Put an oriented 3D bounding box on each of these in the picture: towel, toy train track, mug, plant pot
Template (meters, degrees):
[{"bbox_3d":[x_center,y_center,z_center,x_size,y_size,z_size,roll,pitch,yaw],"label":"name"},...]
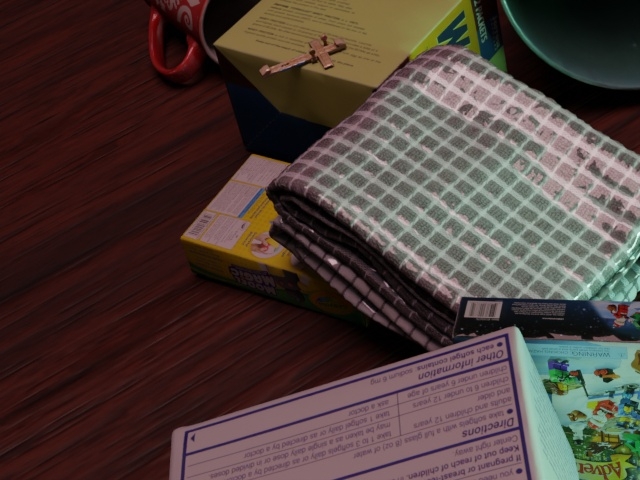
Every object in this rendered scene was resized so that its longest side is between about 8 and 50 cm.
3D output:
[{"bbox_3d":[0.131,-0.022,1.254,0.284,0.121,0.235,35,58,22],"label":"towel"},{"bbox_3d":[-0.017,-0.171,1.387,0.083,0.014,0.048,-22,42,-6],"label":"toy train track"},{"bbox_3d":[-0.139,-0.263,1.660,0.150,0.113,0.169,-30,40,-19],"label":"mug"},{"bbox_3d":[0.300,-0.326,1.486,0.293,0.293,0.235,-11,27,4],"label":"plant pot"}]

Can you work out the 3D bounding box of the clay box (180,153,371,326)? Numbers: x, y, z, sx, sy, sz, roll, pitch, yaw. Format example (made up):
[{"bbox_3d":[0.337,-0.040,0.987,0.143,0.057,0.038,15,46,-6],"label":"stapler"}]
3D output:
[{"bbox_3d":[0.000,0.000,1.368,0.222,0.053,0.127,17,51,28],"label":"clay box"}]

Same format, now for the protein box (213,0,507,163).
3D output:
[{"bbox_3d":[0.044,-0.177,1.490,0.200,0.136,0.201,19,51,33],"label":"protein box"}]

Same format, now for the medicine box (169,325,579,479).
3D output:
[{"bbox_3d":[0.043,0.236,0.988,0.263,0.149,0.289,-18,41,14],"label":"medicine box"}]

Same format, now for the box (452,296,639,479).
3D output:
[{"bbox_3d":[0.222,0.115,1.097,0.233,0.159,0.044,1,41,17],"label":"box"}]
